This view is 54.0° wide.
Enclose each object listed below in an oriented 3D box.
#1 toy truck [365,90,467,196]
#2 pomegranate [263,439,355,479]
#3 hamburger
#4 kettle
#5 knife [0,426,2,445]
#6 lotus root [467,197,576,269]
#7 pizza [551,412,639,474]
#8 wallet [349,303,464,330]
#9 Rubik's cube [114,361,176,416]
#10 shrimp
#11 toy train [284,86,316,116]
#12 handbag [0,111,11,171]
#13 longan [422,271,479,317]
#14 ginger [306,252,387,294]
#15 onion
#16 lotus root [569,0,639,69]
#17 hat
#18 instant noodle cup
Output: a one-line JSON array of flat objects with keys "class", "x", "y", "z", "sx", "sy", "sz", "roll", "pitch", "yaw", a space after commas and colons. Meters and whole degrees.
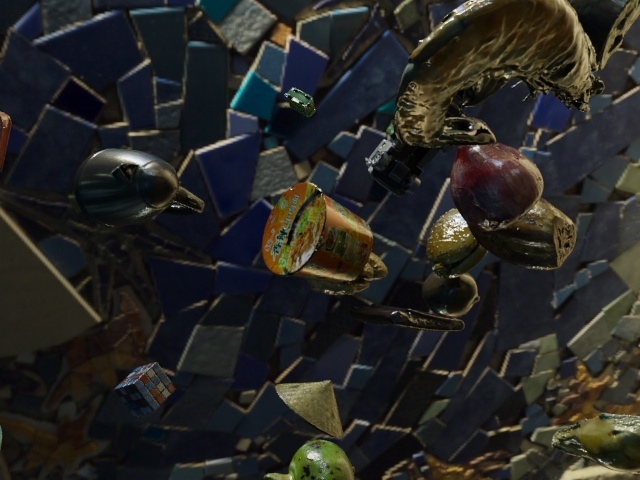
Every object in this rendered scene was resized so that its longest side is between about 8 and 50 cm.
[{"class": "toy truck", "x": 0.196, "y": -0.213, "z": 1.230, "sx": 0.253, "sy": 0.114, "sz": 0.124, "roll": -51, "pitch": 19, "yaw": 12}, {"class": "pomegranate", "x": -0.025, "y": 0.663, "z": 1.727, "sx": 0.211, "sy": 0.263, "sz": 0.210, "roll": 175, "pitch": 90, "yaw": -72}, {"class": "hamburger", "x": 0.390, "y": 0.009, "z": 1.805, "sx": 0.189, "sy": 0.122, "sz": 0.215, "roll": -20, "pitch": 34, "yaw": 47}, {"class": "kettle", "x": -0.459, "y": -0.121, "z": 1.605, "sx": 0.271, "sy": 0.207, "sz": 0.250, "roll": 0, "pitch": 126, "yaw": 43}, {"class": "knife", "x": -0.539, "y": 0.404, "z": 1.006, "sx": 0.031, "sy": 0.064, "sz": 0.221, "roll": 54, "pitch": -150, "yaw": -69}, {"class": "lotus root", "x": 0.491, "y": -0.045, "z": 1.567, "sx": 0.291, "sy": 0.193, "sz": 0.193, "roll": 27, "pitch": 122, "yaw": 43}, {"class": "pizza", "x": 0.543, "y": 0.402, "z": 1.207, "sx": 0.188, "sy": 0.204, "sz": 0.080, "roll": 60, "pitch": -138, "yaw": -42}, {"class": "wallet", "x": 0.184, "y": 0.170, "z": 1.368, "sx": 0.229, "sy": 0.182, "sz": 0.049, "roll": 168, "pitch": 112, "yaw": -71}, {"class": "Rubik's cube", "x": -0.444, "y": 0.377, "z": 1.592, "sx": 0.092, "sy": 0.092, "sz": 0.092, "roll": -22, "pitch": 106, "yaw": 38}, {"class": "shrimp", "x": 0.268, "y": -0.210, "z": 0.889, "sx": 0.272, "sy": 0.445, "sz": 0.085, "roll": -45, "pitch": 61, "yaw": 32}, {"class": "toy train", "x": -0.054, "y": -0.378, "z": 1.718, "sx": 0.093, "sy": 0.038, "sz": 0.056, "roll": 35, "pitch": 162, "yaw": 32}, {"class": "handbag", "x": -0.878, "y": -0.257, "z": 1.525, "sx": 0.059, "sy": 0.213, "sz": 0.157, "roll": -123, "pitch": 47, "yaw": -78}, {"class": "longan", "x": 0.405, "y": 0.159, "z": 1.951, "sx": 0.189, "sy": 0.189, "sz": 0.189, "roll": 175, "pitch": 90, "yaw": -69}, {"class": "ginger", "x": 0.067, "y": 0.030, "z": 1.782, "sx": 0.375, "sy": 0.237, "sz": 0.166, "roll": -77, "pitch": -23, "yaw": -52}, {"class": "onion", "x": 0.298, "y": -0.114, "z": 1.115, "sx": 0.194, "sy": 0.160, "sz": 0.159, "roll": 56, "pitch": 158, "yaw": -2}, {"class": "lotus root", "x": 0.581, "y": -0.476, "z": 1.269, "sx": 0.119, "sy": 0.234, "sz": 0.138, "roll": 32, "pitch": 170, "yaw": 26}, {"class": "hat", "x": -0.002, "y": 0.270, "z": 1.092, "sx": 0.067, "sy": 0.146, "sz": 0.146, "roll": -55, "pitch": 27, "yaw": 1}, {"class": "instant noodle cup", "x": 0.000, "y": 0.000, "z": 1.485, "sx": 0.230, "sy": 0.182, "sz": 0.230, "roll": -26, "pitch": 53, "yaw": 41}]
